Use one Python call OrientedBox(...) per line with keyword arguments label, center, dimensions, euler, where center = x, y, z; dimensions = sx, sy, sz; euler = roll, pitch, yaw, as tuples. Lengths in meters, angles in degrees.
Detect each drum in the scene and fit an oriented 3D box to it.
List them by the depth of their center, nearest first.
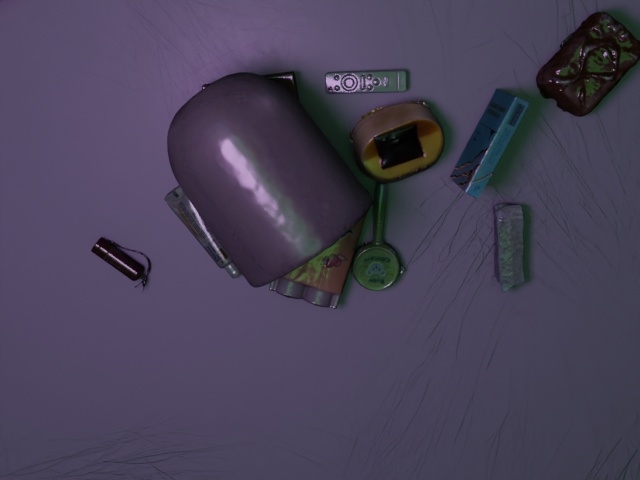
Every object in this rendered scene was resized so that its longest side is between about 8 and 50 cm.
OrientedBox(label="drum", center=(0.116, -0.004, 1.942), dimensions=(0.130, 0.049, 0.253), euler=(-12, 103, 5))

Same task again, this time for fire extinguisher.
OrientedBox(label="fire extinguisher", center=(-0.469, 0.049, 1.984), dimensions=(0.157, 0.045, 0.078), euler=(37, 81, -5))

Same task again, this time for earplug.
OrientedBox(label="earplug", center=(-0.126, -0.146, 1.704), dimensions=(0.312, 0.312, 0.394), euler=(-35, 97, 10))

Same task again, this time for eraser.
OrientedBox(label="eraser", center=(0.000, 0.000, 1.929), dimensions=(0.171, 0.087, 0.291), euler=(17, 103, -1))

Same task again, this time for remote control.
OrientedBox(label="remote control", center=(0.103, -0.359, 1.870), dimensions=(0.184, 0.027, 0.050), euler=(0, 102, 7))

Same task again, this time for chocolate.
OrientedBox(label="chocolate", center=(0.587, -0.380, 1.809), dimensions=(0.148, 0.093, 0.214), euler=(38, 102, -5))

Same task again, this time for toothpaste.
OrientedBox(label="toothpaste", center=(-0.273, -0.017, 1.961), dimensions=(0.067, 0.037, 0.255), euler=(-35, 97, 16))

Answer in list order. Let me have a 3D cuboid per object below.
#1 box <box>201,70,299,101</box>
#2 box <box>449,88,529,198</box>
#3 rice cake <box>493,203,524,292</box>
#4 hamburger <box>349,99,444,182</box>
OrientedBox(label="box", center=(-0.146, -0.262, 1.871), dimensions=(0.215, 0.086, 0.215), euler=(-8, 103, 4))
OrientedBox(label="box", center=(0.369, -0.216, 1.822), dimensions=(0.041, 0.162, 0.229), euler=(24, 103, -10))
OrientedBox(label="rice cake", center=(0.441, 0.012, 1.927), dimensions=(0.069, 0.063, 0.207), euler=(-7, 105, -2))
OrientedBox(label="hamburger", center=(0.174, -0.222, 1.859), dimensions=(0.210, 0.116, 0.173), euler=(-23, 110, 3))
